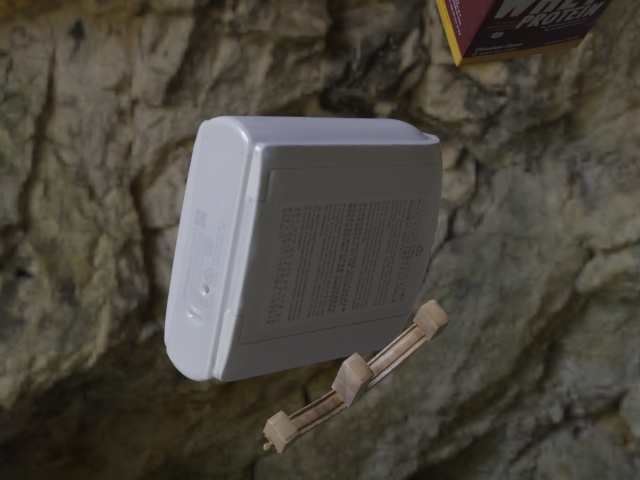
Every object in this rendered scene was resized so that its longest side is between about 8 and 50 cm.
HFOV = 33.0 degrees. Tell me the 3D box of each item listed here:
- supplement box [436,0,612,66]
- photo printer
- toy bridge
[{"bbox_3d":[0.181,-0.291,0.969,0.129,0.191,0.194,-11,-16,-12],"label":"supplement box"},{"bbox_3d":[0.000,0.000,1.094,0.307,0.256,0.107,-7,24,-45],"label":"photo printer"},{"bbox_3d":[0.026,0.118,0.896,0.188,0.026,0.063,-34,-17,-25],"label":"toy bridge"}]
